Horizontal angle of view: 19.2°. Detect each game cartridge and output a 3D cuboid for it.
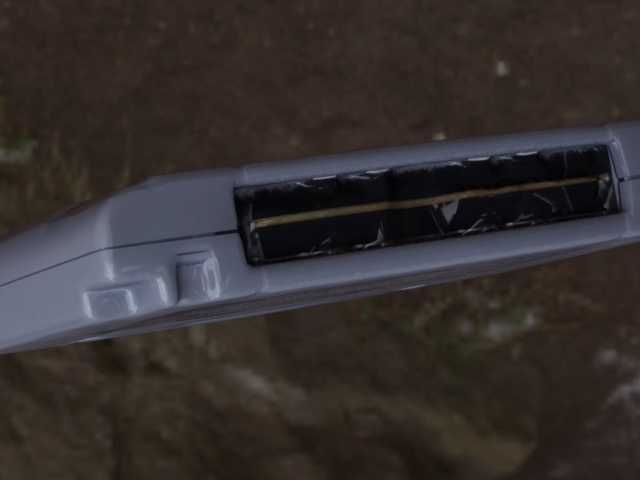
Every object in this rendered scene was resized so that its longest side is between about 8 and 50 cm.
[{"bbox_3d":[0.000,0.000,0.809,0.294,0.060,0.196,-8,172,-32],"label":"game cartridge"}]
